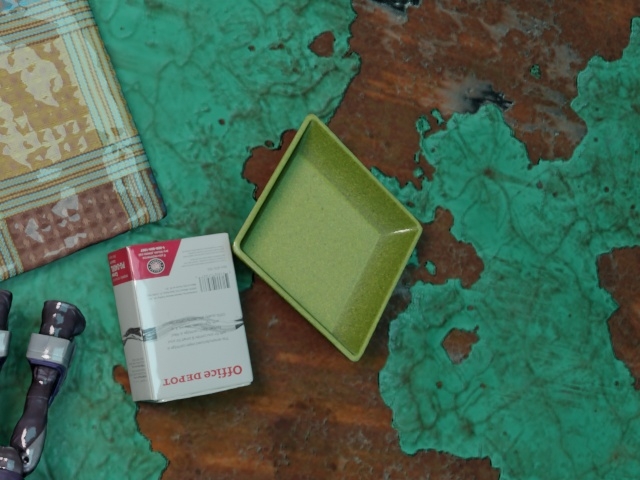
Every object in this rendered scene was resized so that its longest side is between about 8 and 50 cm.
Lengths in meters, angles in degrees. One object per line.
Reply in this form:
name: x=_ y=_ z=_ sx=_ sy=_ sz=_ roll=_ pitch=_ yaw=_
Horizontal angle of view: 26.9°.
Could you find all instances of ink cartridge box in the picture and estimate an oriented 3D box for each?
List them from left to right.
ink cartridge box: x=-0.136 y=0.075 z=1.296 sx=0.109 sy=0.063 sz=0.150 roll=-8 pitch=86 yaw=-31

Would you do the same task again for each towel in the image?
towel: x=-0.318 y=-0.150 z=1.242 sx=0.271 sy=0.040 sz=0.370 roll=-24 pitch=95 yaw=-29

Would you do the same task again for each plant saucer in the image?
plant saucer: x=0.000 y=0.000 z=1.374 sx=0.188 sy=0.045 sz=0.188 roll=44 pitch=54 yaw=-24

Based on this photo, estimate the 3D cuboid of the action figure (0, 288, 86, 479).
action figure: x=-0.276 y=0.188 z=1.167 sx=0.185 sy=0.099 sz=0.285 roll=13 pitch=67 yaw=-12
